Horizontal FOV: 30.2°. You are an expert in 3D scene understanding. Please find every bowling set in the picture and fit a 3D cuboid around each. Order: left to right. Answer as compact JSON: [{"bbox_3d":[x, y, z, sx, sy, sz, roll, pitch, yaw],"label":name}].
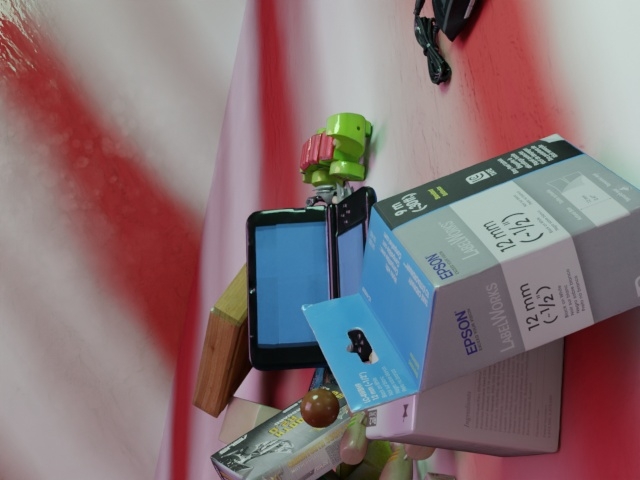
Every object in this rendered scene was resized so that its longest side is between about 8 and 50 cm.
[{"bbox_3d":[0.084,0.213,1.627,0.287,0.199,0.154,-62,4,33],"label":"bowling set"}]

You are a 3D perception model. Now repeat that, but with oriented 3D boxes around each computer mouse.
[{"bbox_3d":[0.206,-0.392,1.866,0.184,0.060,0.262,-104,17,-47],"label":"computer mouse"}]

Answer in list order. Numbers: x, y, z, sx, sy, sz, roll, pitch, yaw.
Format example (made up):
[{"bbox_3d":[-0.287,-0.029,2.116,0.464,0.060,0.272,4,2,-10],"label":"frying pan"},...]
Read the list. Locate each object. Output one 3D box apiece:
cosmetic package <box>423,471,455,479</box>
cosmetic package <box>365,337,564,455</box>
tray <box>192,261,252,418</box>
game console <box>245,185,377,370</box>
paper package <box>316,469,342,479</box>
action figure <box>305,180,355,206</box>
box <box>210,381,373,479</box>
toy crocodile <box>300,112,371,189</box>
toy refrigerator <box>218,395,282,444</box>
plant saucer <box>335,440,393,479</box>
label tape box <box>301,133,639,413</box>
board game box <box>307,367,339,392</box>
[{"bbox_3d":[0.162,0.361,1.550,0.115,0.041,0.060,-115,39,-64],"label":"cosmetic package"},{"bbox_3d":[0.168,0.168,1.397,0.151,0.183,0.152,147,131,-68],"label":"cosmetic package"},{"bbox_3d":[-0.170,0.196,2.498,0.203,0.076,0.411,-55,-10,-34],"label":"tray"},{"bbox_3d":[-0.014,0.069,2.045,0.250,0.173,0.293,147,121,-69],"label":"game console"},{"bbox_3d":[-0.050,0.510,1.877,0.325,0.168,0.310,-152,62,-74],"label":"paper package"},{"bbox_3d":[0.000,0.000,2.252,0.285,0.099,0.185,131,155,-54],"label":"action figure"},{"bbox_3d":[-0.033,0.306,1.793,0.056,0.231,0.183,64,160,-12],"label":"box"},{"bbox_3d":[0.018,-0.169,2.276,0.340,0.105,0.115,163,117,-73],"label":"toy crocodile"},{"bbox_3d":[-0.128,0.389,2.454,0.269,0.094,0.102,168,119,-72],"label":"toy refrigerator"},{"bbox_3d":[0.067,0.316,1.904,0.188,0.045,0.188,124,151,-55],"label":"plant saucer"},{"bbox_3d":[0.153,0.024,1.253,0.249,0.347,0.115,-120,12,-66],"label":"label tape box"},{"bbox_3d":[-0.004,0.317,2.183,0.126,0.026,0.186,-114,38,-64],"label":"board game box"}]
